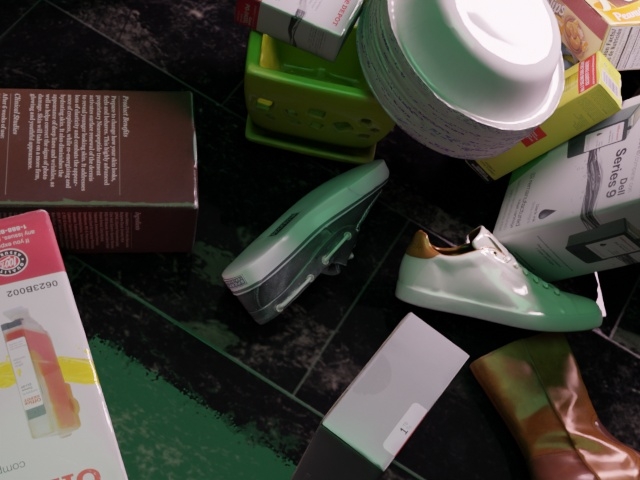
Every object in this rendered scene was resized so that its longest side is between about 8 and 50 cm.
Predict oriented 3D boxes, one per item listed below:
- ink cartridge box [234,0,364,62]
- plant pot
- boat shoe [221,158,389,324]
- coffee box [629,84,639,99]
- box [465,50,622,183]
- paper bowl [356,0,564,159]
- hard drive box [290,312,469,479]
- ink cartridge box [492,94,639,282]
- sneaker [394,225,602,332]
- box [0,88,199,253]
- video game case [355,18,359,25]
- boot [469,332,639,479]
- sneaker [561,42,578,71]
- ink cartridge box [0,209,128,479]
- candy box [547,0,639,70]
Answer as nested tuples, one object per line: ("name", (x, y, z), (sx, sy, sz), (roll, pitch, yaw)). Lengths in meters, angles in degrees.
("ink cartridge box", (-0.024, -0.317, 1.405), (0.150, 0.063, 0.109), (24, 59, 3))
("plant pot", (0.005, -0.245, 1.527), (0.227, 0.207, 0.228), (11, 60, -4))
("boat shoe", (0.000, 0.000, 1.455), (0.301, 0.108, 0.102), (-42, 109, -31))
("coffee box", (0.553, -0.101, 1.574), (0.119, 0.168, 0.297), (1, 61, -10))
("box", (0.318, -0.174, 1.512), (0.058, 0.232, 0.087), (42, 40, -25))
("paper bowl", (0.202, -0.262, 1.394), (0.284, 0.148, 0.284), (13, 59, -23))
("hard drive box", (0.065, 0.218, 1.266), (0.089, 0.232, 0.181), (37, 62, 10))
("ink cartridge box", (0.403, -0.077, 1.454), (0.121, 0.289, 0.211), (40, 55, -26))
("sneaker", (0.256, 0.050, 1.445), (0.290, 0.106, 0.123), (11, 96, -4))
("box", (-0.359, -0.093, 1.415), (0.381, 0.143, 0.191), (0, 61, -9))
("video game case", (0.109, -0.446, 1.691), (0.300, 0.036, 0.329), (27, 82, 5))
("boot", (0.370, 0.245, 1.414), (0.264, 0.096, 0.280), (-16, 58, -10))
("sneaker", (0.387, -0.292, 1.677), (0.319, 0.127, 0.208), (-27, 67, -13))
("ink cartridge box", (-0.402, 0.189, 1.235), (0.279, 0.160, 0.385), (-15, 65, -18))
("candy box", (0.505, -0.342, 1.583), (0.316, 0.087, 0.183), (-7, 43, -20))
